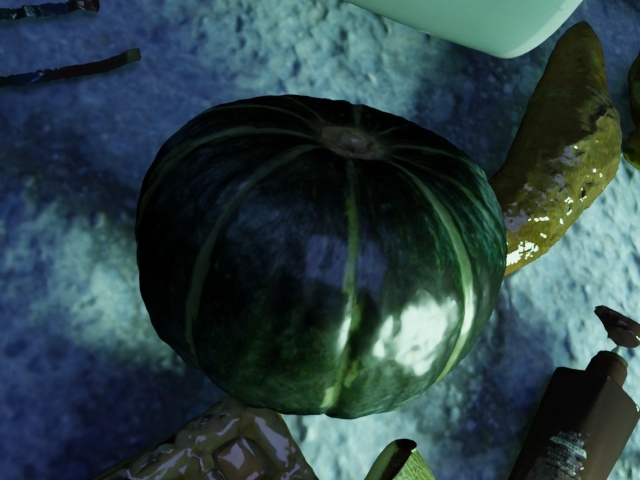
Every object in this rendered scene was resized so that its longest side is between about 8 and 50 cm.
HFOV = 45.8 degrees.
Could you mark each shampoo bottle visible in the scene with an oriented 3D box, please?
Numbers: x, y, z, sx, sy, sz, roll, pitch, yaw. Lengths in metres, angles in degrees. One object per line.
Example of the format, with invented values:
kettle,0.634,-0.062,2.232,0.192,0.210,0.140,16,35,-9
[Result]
shampoo bottle,0.214,0.163,0.640,0.068,0.067,0.236,44,65,-14

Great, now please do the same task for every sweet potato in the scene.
sweet potato,0.211,-0.076,0.690,0.114,0.092,0.341,33,65,10

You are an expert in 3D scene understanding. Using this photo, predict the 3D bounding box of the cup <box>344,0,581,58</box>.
cup,0.082,-0.358,0.645,0.274,0.259,0.356,14,57,-16

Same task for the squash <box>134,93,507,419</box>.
squash,0.000,0.000,0.520,0.252,0.165,0.252,10,30,-6

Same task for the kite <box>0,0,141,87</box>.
kite,-0.295,-0.146,0.571,0.310,0.015,0.169,-8,78,-19

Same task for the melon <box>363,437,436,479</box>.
melon,0.037,0.199,0.442,0.160,0.079,0.128,-38,88,-29

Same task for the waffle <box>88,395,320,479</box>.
waffle,-0.049,0.311,0.479,0.261,0.114,0.376,-31,86,-28

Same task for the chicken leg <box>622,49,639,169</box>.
chicken leg,0.428,-0.051,0.736,0.211,0.140,0.361,-25,81,-32
